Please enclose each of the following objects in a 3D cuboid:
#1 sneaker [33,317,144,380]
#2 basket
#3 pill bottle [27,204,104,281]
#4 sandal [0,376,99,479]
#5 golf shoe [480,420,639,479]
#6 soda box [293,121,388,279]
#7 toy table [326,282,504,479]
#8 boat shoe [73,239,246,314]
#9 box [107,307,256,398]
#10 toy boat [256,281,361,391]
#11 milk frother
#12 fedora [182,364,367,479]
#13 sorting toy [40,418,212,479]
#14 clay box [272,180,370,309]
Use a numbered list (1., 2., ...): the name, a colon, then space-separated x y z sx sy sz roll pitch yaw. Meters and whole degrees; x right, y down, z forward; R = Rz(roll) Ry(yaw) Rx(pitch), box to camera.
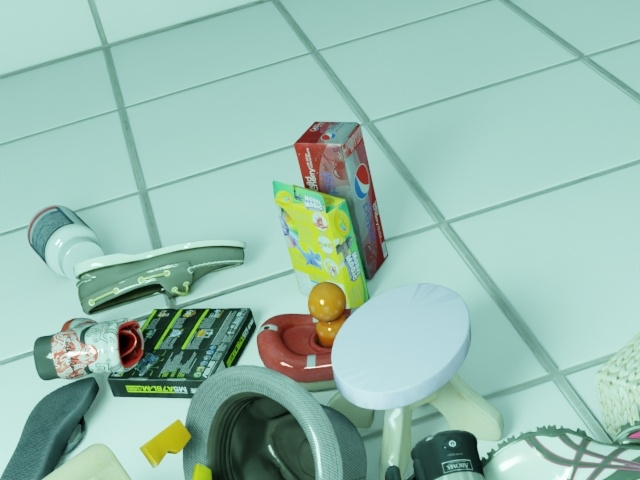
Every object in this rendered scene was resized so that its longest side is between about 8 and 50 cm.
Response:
1. sneaker: -0.342 0.166 1.866 0.145 0.090 0.270 -8 1 4
2. basket: 0.445 0.185 1.536 0.167 0.113 0.103 -34 31 -30
3. pill bottle: -0.476 0.010 2.235 0.108 0.108 0.180 -26 31 -20
4. sandal: -0.402 0.299 1.768 0.097 0.054 0.254 -12 30 25
5. golf shoe: 0.318 0.289 1.422 0.272 0.105 0.120 -9 37 10
6. soda box: 0.037 -0.065 1.984 0.092 0.263 0.083 4 33 28
7. toy table: 0.114 0.191 1.599 0.252 0.161 0.274 8 31 30
8. boat shoe: -0.275 0.061 2.079 0.305 0.091 0.109 -10 -13 -3
9. box: -0.219 0.178 1.900 0.184 0.045 0.191 -4 32 22
10. toy boat: 0.016 0.129 1.772 0.231 0.151 0.151 -9 29 9
11. milk frother: 0.147 0.325 1.430 0.129 0.143 0.135 -15 51 4
12. fedora: -0.043 0.279 1.519 0.124 0.244 0.275 0 3 -45
13. sorting toy: -0.252 0.370 1.457 0.307 0.229 0.041 -35 -3 -32
14. clay box: 0.000 0.000 1.930 0.053 0.222 0.127 -35 36 -33
